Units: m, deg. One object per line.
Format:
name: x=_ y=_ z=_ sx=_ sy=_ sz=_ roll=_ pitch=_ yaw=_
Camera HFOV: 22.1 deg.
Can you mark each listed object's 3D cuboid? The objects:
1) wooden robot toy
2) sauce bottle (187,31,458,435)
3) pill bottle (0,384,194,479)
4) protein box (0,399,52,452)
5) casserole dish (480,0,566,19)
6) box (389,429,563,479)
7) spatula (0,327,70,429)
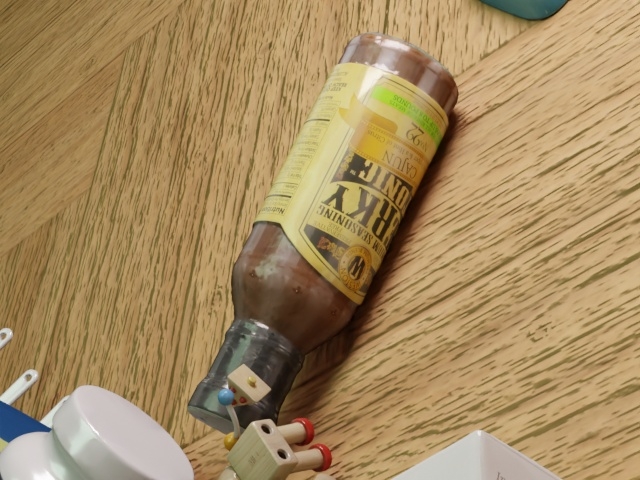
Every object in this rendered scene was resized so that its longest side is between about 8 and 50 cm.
wooden robot toy: x=-0.039 y=0.179 z=1.214 sx=0.079 sy=0.076 sz=0.173 roll=-50 pitch=58 yaw=26
sauce bottle: x=0.000 y=0.000 z=1.328 sx=0.111 sy=0.111 sz=0.344 roll=1 pitch=62 yaw=58
pill bottle: x=-0.234 y=0.256 z=1.360 sx=0.264 sy=0.153 sz=0.153 roll=-49 pitch=28 yaw=11
protein box: x=-0.352 y=0.250 z=1.502 sx=0.201 sy=0.200 sz=0.136 roll=-48 pitch=28 yaw=13
casserole dish: x=0.177 y=-0.252 z=1.402 sx=0.114 sy=0.037 sz=0.188 roll=-54 pitch=29 yaw=3
box: x=0.082 y=0.219 z=0.878 sx=0.181 sy=0.182 sz=0.119 roll=-35 pitch=35 yaw=33
spatula: x=-0.371 y=0.206 z=1.662 sx=0.242 sy=0.019 sz=0.168 roll=-46 pitch=56 yaw=-4
